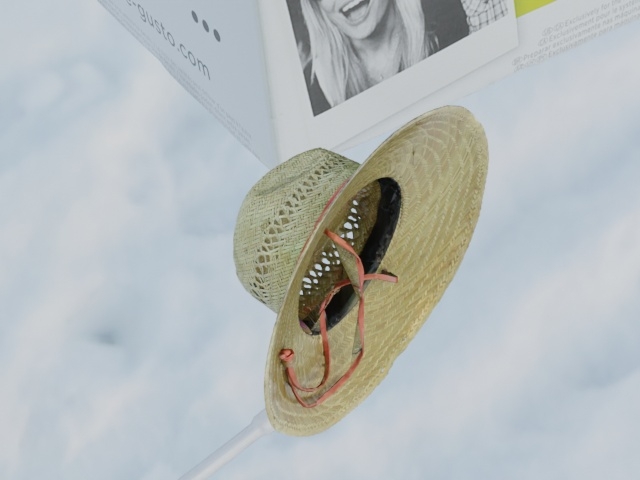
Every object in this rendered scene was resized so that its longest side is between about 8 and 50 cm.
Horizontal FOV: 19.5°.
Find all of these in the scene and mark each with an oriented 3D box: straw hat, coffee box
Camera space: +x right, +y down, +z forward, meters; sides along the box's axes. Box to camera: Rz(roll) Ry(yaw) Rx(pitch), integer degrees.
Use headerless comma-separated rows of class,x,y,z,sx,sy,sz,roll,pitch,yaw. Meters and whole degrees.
straw hat,0.000,0.000,0.729,0.061,0.144,0.144,30,45,27
coffee box,0.019,-0.307,1.126,0.338,0.334,0.337,-24,41,-20

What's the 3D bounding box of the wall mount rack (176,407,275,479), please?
wall mount rack,-0.093,0.293,1.396,0.350,0.304,0.130,55,24,-1
